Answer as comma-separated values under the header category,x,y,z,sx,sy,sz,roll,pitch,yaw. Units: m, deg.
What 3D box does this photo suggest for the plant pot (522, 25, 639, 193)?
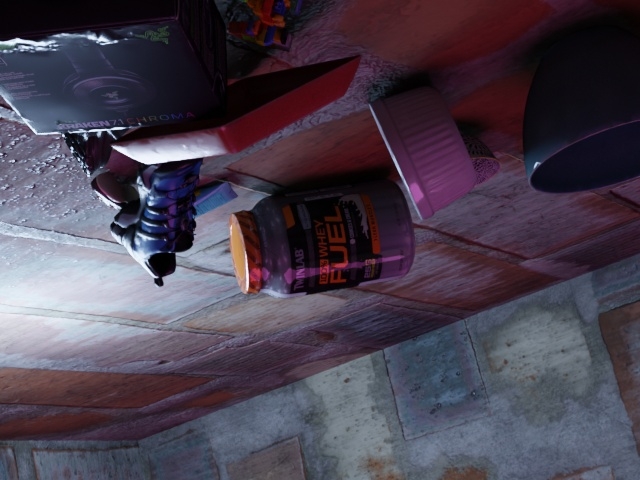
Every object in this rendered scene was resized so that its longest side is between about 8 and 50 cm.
category,x,y,z,sx,sy,sz,roll,pitch,yaw
plant pot,0.441,-0.219,1.939,0.290,0.195,0.290,-12,163,-4

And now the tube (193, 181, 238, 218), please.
category,x,y,z,sx,sy,sz,roll,pitch,yaw
tube,-0.250,-0.052,2.185,0.207,0.052,0.080,-21,167,5

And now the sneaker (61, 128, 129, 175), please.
category,x,y,z,sx,sy,sz,roll,pitch,yaw
sneaker,-0.288,-0.174,1.689,0.130,0.109,0.286,-28,176,-19

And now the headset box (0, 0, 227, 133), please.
category,x,y,z,sx,sy,sz,roll,pitch,yaw
headset box,-0.251,-0.240,1.397,0.246,0.131,0.283,-5,163,5

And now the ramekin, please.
category,x,y,z,sx,sy,sz,roll,pitch,yaw
ramekin,0.167,-0.146,1.960,0.109,0.207,0.207,-25,162,4

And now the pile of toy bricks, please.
category,x,y,z,sx,sy,sz,roll,pitch,yaw
pile of toy bricks,-0.081,-0.300,1.489,0.105,0.118,0.212,15,179,1

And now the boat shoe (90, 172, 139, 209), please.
category,x,y,z,sx,sy,sz,roll,pitch,yaw
boat shoe,-0.344,-0.077,2.034,0.043,0.049,0.137,-16,167,15

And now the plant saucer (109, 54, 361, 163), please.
category,x,y,z,sx,sy,sz,roll,pitch,yaw
plant saucer,-0.107,-0.165,1.631,0.258,0.048,0.259,-32,-161,-37

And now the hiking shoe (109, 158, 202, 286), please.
category,x,y,z,sx,sy,sz,roll,pitch,yaw
hiking shoe,-0.233,-0.053,1.986,0.113,0.132,0.304,-30,166,-35

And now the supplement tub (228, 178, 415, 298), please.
category,x,y,z,sx,sy,sz,roll,pitch,yaw
supplement tub,0.000,0.000,2.286,0.316,0.194,0.193,-10,162,-14

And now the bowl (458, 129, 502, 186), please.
category,x,y,z,sx,sy,sz,roll,pitch,yaw
bowl,0.230,-0.146,2.197,0.170,0.080,0.170,-13,163,-4
